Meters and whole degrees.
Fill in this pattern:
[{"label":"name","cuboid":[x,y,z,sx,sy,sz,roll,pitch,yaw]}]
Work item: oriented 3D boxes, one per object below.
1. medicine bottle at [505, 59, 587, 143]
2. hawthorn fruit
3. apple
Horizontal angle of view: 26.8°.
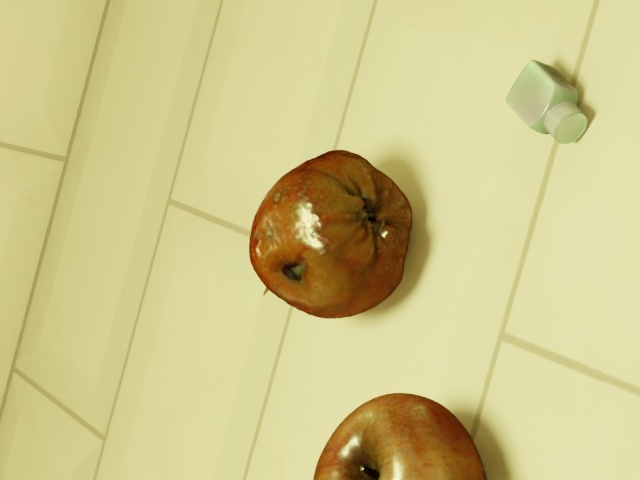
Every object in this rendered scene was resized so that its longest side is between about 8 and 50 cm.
[{"label":"medicine bottle","cuboid":[0.314,-0.185,1.841,0.074,0.055,0.118,-58,39,23]},{"label":"hawthorn fruit","cuboid":[0.015,-0.009,2.043,0.262,0.258,0.258,-169,91,-72]},{"label":"apple","cuboid":[0.114,0.339,1.830,0.253,0.253,0.254,-20,64,49]}]
